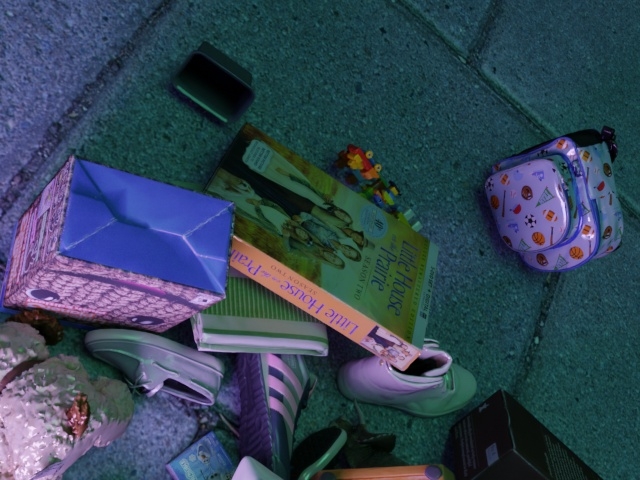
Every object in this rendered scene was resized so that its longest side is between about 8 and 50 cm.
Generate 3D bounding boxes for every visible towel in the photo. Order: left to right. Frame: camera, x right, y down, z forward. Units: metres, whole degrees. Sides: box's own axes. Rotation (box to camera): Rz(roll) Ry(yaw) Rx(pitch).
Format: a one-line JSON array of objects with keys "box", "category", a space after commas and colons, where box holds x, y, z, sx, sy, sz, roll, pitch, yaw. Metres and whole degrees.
[{"box": [-0.121, 0.043, 1.451, 0.248, 0.038, 0.324, 7, 47, -32], "category": "towel"}]

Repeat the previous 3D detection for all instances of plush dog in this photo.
[{"box": [-0.397, 0.207, 1.192, 0.225, 0.210, 0.262, 37, 53, 12], "category": "plush dog"}]

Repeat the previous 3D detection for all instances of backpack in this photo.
[{"box": [0.484, -0.069, 1.827, 0.213, 0.276, 0.263, -25, 93, -32], "category": "backpack"}]

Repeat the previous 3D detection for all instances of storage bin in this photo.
[{"box": [-0.184, -0.280, 1.572, 0.135, 0.098, 0.091, 34, 29, -18], "category": "storage bin"}]

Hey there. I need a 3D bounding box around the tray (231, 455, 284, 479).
[{"box": [-0.095, 0.428, 1.156, 0.145, 0.030, 0.270, 37, 56, -14], "category": "tray"}]

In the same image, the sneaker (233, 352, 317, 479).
[{"box": [-0.056, 0.260, 1.419, 0.131, 0.112, 0.318, 8, 66, -30], "category": "sneaker"}]

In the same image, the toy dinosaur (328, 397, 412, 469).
[{"box": [0.124, 0.425, 1.477, 0.313, 0.121, 0.160, 48, 67, -4], "category": "toy dinosaur"}]

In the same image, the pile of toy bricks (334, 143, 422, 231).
[{"box": [0.082, -0.073, 1.667, 0.105, 0.118, 0.212, -41, 115, -9], "category": "pile of toy bricks"}]

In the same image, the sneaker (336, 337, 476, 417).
[{"box": [0.195, 0.241, 1.564, 0.293, 0.169, 0.108, 8, 66, -32], "category": "sneaker"}]

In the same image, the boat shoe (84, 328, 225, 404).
[{"box": [-0.247, 0.194, 1.345, 0.228, 0.079, 0.081, 22, 57, -29], "category": "boat shoe"}]

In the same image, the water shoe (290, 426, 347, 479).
[{"box": [-0.019, 0.389, 1.438, 0.203, 0.073, 0.080, -46, 120, -31], "category": "water shoe"}]

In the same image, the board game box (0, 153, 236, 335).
[{"box": [-0.288, 0.025, 1.250, 0.232, 0.291, 0.141, 16, 65, -27], "category": "board game box"}]

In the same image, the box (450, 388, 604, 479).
[{"box": [0.411, 0.463, 1.592, 0.381, 0.143, 0.191, 44, 20, -12], "category": "box"}]

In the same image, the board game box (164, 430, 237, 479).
[{"box": [-0.176, 0.353, 1.367, 0.090, 0.020, 0.090, -34, 92, -37], "category": "board game box"}]

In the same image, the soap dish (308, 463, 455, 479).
[{"box": [0.092, 0.453, 1.268, 0.229, 0.118, 0.290, -3, 47, 3], "category": "soap dish"}]

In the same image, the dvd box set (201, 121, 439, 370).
[{"box": [0.000, 0.000, 1.491, 0.420, 0.062, 0.307, 33, 35, -8], "category": "dvd box set"}]
